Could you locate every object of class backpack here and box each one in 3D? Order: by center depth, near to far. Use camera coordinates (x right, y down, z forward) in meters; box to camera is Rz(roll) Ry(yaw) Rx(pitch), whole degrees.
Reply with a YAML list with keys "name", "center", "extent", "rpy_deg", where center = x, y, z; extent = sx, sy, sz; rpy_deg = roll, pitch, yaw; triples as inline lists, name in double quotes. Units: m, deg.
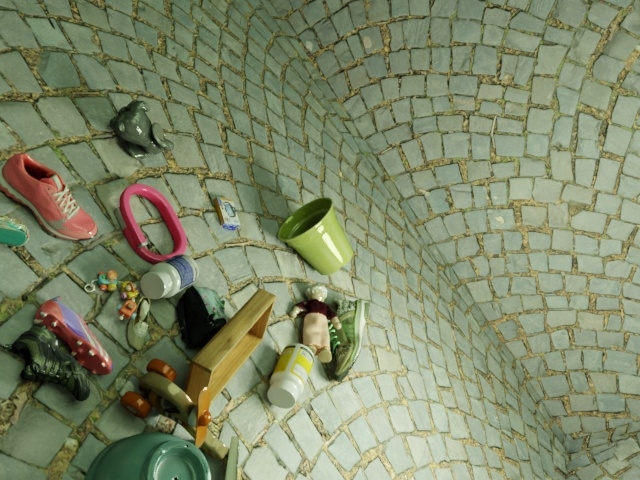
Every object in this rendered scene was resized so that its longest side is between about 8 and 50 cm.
- name: "backpack"
  center: [-0.374, 0.232, 1.771]
  extent: [0.115, 0.152, 0.182]
  rpy_deg: [19, 35, -52]

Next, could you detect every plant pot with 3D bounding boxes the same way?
- name: "plant pot"
  center: [-0.390, 0.595, 1.355]
  extent: [0.293, 0.196, 0.293]
  rpy_deg: [34, 38, -32]
- name: "plant pot"
  center: [0.000, 0.000, 2.375]
  extent: [0.254, 0.276, 0.276]
  rpy_deg: [54, 30, -24]

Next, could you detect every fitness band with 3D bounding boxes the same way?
- name: "fitness band"
  center: [-0.557, -0.056, 1.856]
  extent: [0.209, 0.054, 0.290]
  rpy_deg: [-16, 75, -57]

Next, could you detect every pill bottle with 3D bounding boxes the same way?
- name: "pill bottle"
  center: [-0.468, 0.115, 1.732]
  extent: [0.112, 0.112, 0.187]
  rpy_deg: [55, 20, -1]
- name: "pill bottle"
  center: [-0.103, 0.462, 1.919]
  extent: [0.119, 0.119, 0.208]
  rpy_deg: [46, 34, -14]

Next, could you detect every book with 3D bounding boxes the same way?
- name: "book"
  center: [-0.249, 0.647, 1.596]
  extent: [0.035, 0.096, 0.144]
  rpy_deg: [3, 50, -4]

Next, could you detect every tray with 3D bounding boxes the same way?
- name: "tray"
  center: [-0.276, 0.333, 1.730]
  extent: [0.076, 0.202, 0.411]
  rpy_deg: [25, 31, 10]

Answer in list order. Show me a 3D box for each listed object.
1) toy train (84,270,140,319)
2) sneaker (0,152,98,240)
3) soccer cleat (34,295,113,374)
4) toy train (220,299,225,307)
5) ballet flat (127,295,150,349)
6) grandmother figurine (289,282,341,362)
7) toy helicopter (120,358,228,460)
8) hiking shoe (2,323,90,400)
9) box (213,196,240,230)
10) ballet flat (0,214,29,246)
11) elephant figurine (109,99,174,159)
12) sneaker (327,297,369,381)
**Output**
- name: "toy train"
  center: [-0.584, 0.148, 1.614]
  extent: [0.166, 0.046, 0.125]
  rpy_deg: [37, 34, -7]
- name: "sneaker"
  center: [-0.755, -0.119, 1.576]
  extent: [0.314, 0.136, 0.116]
  rpy_deg: [42, 36, -20]
- name: "soccer cleat"
  center: [-0.630, 0.248, 1.468]
  extent: [0.248, 0.083, 0.095]
  rpy_deg: [45, 29, -11]
- name: "toy train"
  center: [-0.337, 0.239, 1.904]
  extent: [0.017, 0.024, 0.083]
  rpy_deg: [32, 39, -33]
- name: "ballet flat"
  center: [-0.527, 0.235, 1.633]
  extent: [0.057, 0.052, 0.168]
  rpy_deg: [24, 44, -38]
- name: "grandmother figurine"
  center: [-0.023, 0.303, 2.192]
  extent: [0.208, 0.104, 0.342]
  rpy_deg: [24, 40, -19]
- name: "toy helicopter"
  center: [-0.347, 0.479, 1.507]
  extent: [0.355, 0.235, 0.140]
  rpy_deg: [60, 45, -29]
- name: "hiking shoe"
  center: [-0.666, 0.319, 1.369]
  extent: [0.227, 0.086, 0.114]
  rpy_deg: [49, 46, 0]
- name: "box"
  center: [-0.362, -0.103, 2.176]
  extent: [0.081, 0.028, 0.136]
  rpy_deg: [6, 55, -50]
- name: "ballet flat"
  center: [-0.872, -0.047, 1.432]
  extent: [0.241, 0.091, 0.077]
  rpy_deg: [29, 10, -41]
- name: "elephant figurine"
  center: [-0.612, -0.366, 1.987]
  extent: [0.239, 0.169, 0.186]
  rpy_deg: [53, 58, -34]
- name: "sneaker"
  center: [0.073, 0.385, 2.250]
  extent: [0.182, 0.158, 0.410]
  rpy_deg: [18, 41, 0]
